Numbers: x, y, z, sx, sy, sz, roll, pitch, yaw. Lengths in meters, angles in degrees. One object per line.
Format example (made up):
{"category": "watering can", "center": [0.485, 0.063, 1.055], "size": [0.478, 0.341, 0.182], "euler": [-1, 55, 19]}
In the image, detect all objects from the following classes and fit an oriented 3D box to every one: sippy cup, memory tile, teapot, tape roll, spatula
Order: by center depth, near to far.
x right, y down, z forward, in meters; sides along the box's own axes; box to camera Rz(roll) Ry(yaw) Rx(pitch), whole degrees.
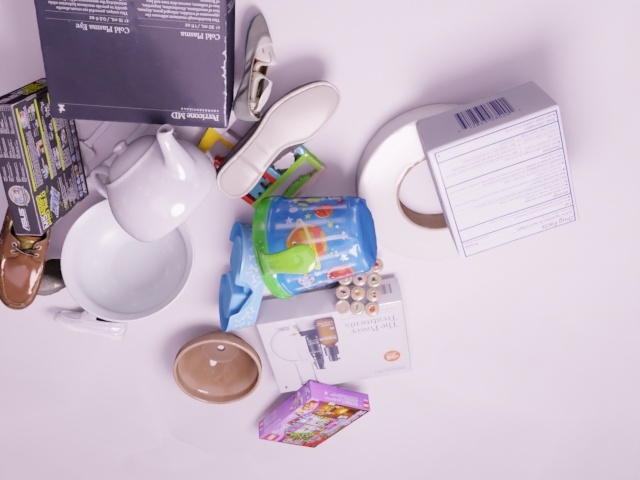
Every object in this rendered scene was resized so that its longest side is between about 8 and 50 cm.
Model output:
{"category": "teapot", "center": [-0.360, -0.132, 1.321], "size": [0.256, 0.252, 0.187], "euler": [-42, 114, 5]}
{"category": "sippy cup", "center": [0.000, 0.000, 1.388], "size": [0.224, 0.305, 0.240], "euler": [-9, 136, 19]}
{"category": "spatula", "center": [-0.454, -0.203, 1.418], "size": [0.242, 0.019, 0.168], "euler": [-39, 116, 21]}
{"category": "tape roll", "center": [0.276, -0.129, 1.477], "size": [0.392, 0.072, 0.392], "euler": [-1, 124, -2]}
{"category": "memory tile", "center": [0.096, 0.114, 1.573], "size": [0.113, 0.012, 0.148], "euler": [5, 82, 6]}

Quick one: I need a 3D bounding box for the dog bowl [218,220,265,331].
{"category": "dog bowl", "center": [-0.188, 0.093, 1.550], "size": [0.074, 0.166, 0.297], "euler": [4, 123, -20]}

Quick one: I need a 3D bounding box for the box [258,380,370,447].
{"category": "box", "center": [-0.023, 0.512, 1.832], "size": [0.201, 0.057, 0.293], "euler": [20, 134, -28]}

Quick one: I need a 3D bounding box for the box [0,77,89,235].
{"category": "box", "center": [-0.571, -0.176, 1.294], "size": [0.060, 0.216, 0.270], "euler": [3, 118, 7]}

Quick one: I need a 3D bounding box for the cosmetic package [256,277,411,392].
{"category": "cosmetic package", "center": [0.042, 0.261, 1.696], "size": [0.377, 0.097, 0.284], "euler": [-11, 130, 4]}

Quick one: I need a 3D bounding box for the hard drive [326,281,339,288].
{"category": "hard drive", "center": [0.018, 0.058, 1.613], "size": [0.094, 0.022, 0.135], "euler": [-34, 119, 18]}

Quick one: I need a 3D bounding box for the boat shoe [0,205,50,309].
{"category": "boat shoe", "center": [-0.658, 0.003, 1.392], "size": [0.111, 0.104, 0.307], "euler": [5, 87, -31]}

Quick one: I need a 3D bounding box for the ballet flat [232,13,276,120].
{"category": "ballet flat", "center": [-0.122, -0.345, 1.278], "size": [0.068, 0.072, 0.213], "euler": [18, 100, 25]}

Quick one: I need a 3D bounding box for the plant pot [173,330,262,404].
{"category": "plant pot", "center": [-0.277, 0.327, 1.723], "size": [0.237, 0.109, 0.237], "euler": [-2, 123, -3]}

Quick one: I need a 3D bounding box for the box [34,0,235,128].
{"category": "box", "center": [-0.338, -0.399, 1.200], "size": [0.343, 0.179, 0.312], "euler": [3, 122, -5]}

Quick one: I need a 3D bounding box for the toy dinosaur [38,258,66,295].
{"category": "toy dinosaur", "center": [-0.679, 0.084, 1.510], "size": [0.314, 0.160, 0.121], "euler": [14, 122, -11]}

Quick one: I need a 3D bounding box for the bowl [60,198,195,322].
{"category": "bowl", "center": [-0.437, 0.051, 1.482], "size": [0.298, 0.297, 0.134], "euler": [0, 167, -3]}

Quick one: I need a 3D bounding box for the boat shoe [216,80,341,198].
{"category": "boat shoe", "center": [-0.099, -0.228, 1.354], "size": [0.335, 0.095, 0.112], "euler": [-41, 114, 14]}

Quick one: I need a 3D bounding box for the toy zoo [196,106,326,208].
{"category": "toy zoo", "center": [-0.156, -0.191, 1.435], "size": [0.293, 0.030, 0.192], "euler": [37, 114, -24]}

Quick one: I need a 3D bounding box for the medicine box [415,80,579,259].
{"category": "medicine box", "center": [0.375, -0.144, 1.341], "size": [0.264, 0.149, 0.289], "euler": [-19, 122, 9]}

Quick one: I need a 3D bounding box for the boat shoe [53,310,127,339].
{"category": "boat shoe", "center": [-0.600, 0.209, 1.658], "size": [0.184, 0.066, 0.063], "euler": [20, 106, -13]}
